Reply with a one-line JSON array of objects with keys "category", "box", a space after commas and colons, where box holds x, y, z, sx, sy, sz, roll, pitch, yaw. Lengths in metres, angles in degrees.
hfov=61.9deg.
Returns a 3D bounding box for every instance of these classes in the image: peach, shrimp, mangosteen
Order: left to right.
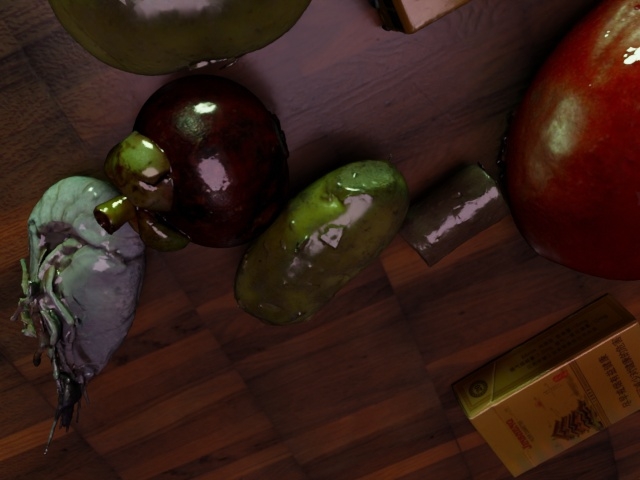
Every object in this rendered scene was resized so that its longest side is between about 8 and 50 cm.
[{"category": "shrimp", "box": [-0.291, 0.090, 0.623, 0.145, 0.116, 0.342, 11, 108, -13]}, {"category": "mangosteen", "box": [-0.126, -0.065, 0.526, 0.200, 0.200, 0.199, -4, 117, -7]}, {"category": "peach", "box": [0.355, -0.106, 0.564, 0.258, 0.201, 0.361, 9, 118, -12]}]

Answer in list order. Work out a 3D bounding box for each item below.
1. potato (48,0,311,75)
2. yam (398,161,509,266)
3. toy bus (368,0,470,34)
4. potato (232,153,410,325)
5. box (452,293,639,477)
[{"category": "potato", "box": [-0.110, -0.238, 0.470, 0.248, 0.143, 0.169, -25, 114, -5]}, {"category": "yam", "box": [0.159, -0.029, 0.649, 0.127, 0.084, 0.084, -39, 116, 12]}, {"category": "toy bus", "box": [0.066, -0.298, 0.476, 0.098, 0.114, 0.201, -28, 118, 5]}, {"category": "potato", "box": [0.000, 0.000, 0.613, 0.251, 0.113, 0.149, -49, 150, 16]}, {"category": "box", "box": [0.365, 0.226, 0.815, 0.274, 0.076, 0.174, -34, 115, 9]}]
